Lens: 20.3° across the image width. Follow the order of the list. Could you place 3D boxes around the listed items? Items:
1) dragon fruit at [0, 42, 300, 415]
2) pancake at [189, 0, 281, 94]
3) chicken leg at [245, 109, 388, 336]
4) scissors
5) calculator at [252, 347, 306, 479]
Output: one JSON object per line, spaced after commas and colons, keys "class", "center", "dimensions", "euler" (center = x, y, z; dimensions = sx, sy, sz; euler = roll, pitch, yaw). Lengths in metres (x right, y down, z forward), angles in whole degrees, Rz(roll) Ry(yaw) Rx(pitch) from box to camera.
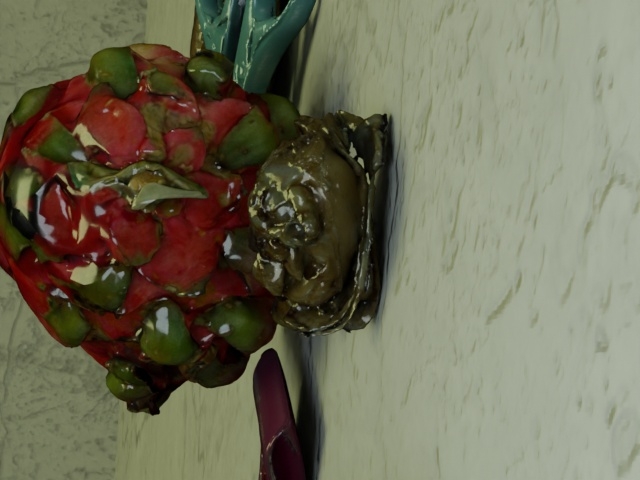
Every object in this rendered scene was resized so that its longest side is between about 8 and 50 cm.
{"class": "dragon fruit", "center": [-0.114, -0.011, 1.284], "dimensions": [0.231, 0.237, 0.303], "euler": [-43, -26, -21]}
{"class": "pancake", "center": [-0.084, -0.153, 1.624], "dimensions": [0.356, 0.065, 0.356], "euler": [-175, 90, -77]}
{"class": "chicken leg", "center": [-0.001, 0.006, 1.071], "dimensions": [0.196, 0.080, 0.125], "euler": [94, -176, -50]}
{"class": "scissors", "center": [-0.074, -0.113, 1.438], "dimensions": [0.180, 0.032, 0.393], "euler": [37, 120, 55]}
{"class": "calculator", "center": [-0.030, 0.185, 1.270], "dimensions": [0.127, 0.034, 0.190], "euler": [-109, 19, -65]}
